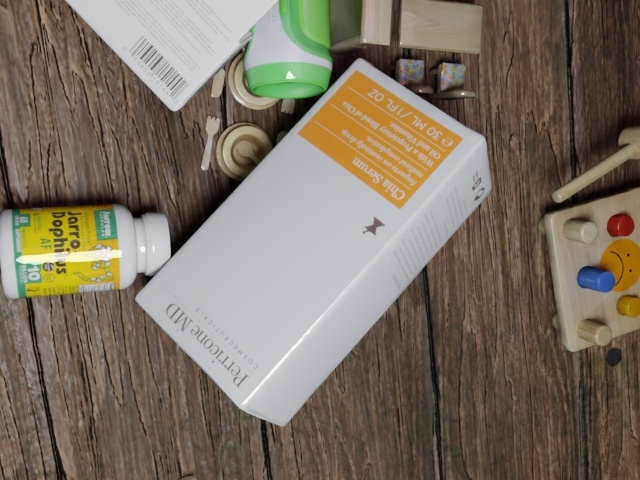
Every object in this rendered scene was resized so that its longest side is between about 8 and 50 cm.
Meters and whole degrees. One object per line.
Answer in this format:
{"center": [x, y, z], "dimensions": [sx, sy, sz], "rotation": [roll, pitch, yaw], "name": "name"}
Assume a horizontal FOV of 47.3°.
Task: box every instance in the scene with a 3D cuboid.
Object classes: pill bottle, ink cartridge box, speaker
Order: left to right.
{"center": [-0.311, 0.011, 0.973], "dimensions": [0.208, 0.117, 0.117], "rotation": [-4, 99, -20], "name": "pill bottle"}
{"center": [-0.196, -0.353, 0.897], "dimensions": [0.261, 0.066, 0.296], "rotation": [-38, 102, 26], "name": "ink cartridge box"}
{"center": [-0.047, -0.352, 0.999], "dimensions": [0.131, 0.131, 0.296], "rotation": [-1, 89, -20], "name": "speaker"}

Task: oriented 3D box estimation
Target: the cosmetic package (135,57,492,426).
{"center": [0.000, 0.000, 1.000], "dimensions": [0.453, 0.230, 0.161], "rotation": [-49, 154, -6], "name": "cosmetic package"}

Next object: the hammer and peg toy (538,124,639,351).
{"center": [0.501, -0.007, 1.271], "dimensions": [0.266, 0.127, 0.361], "rotation": [-16, 103, -16], "name": "hammer and peg toy"}

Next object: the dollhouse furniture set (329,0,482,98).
{"center": [0.142, -0.324, 1.072], "dimensions": [0.242, 0.161, 0.212], "rotation": [-1, 97, -20], "name": "dollhouse furniture set"}

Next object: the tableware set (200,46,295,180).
{"center": [-0.097, -0.183, 1.068], "dimensions": [0.128, 0.039, 0.194], "rotation": [8, 94, -21], "name": "tableware set"}

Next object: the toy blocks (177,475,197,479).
{"center": [-0.208, 0.449, 1.106], "dimensions": [0.123, 0.054, 0.148], "rotation": [-30, 106, -14], "name": "toy blocks"}
